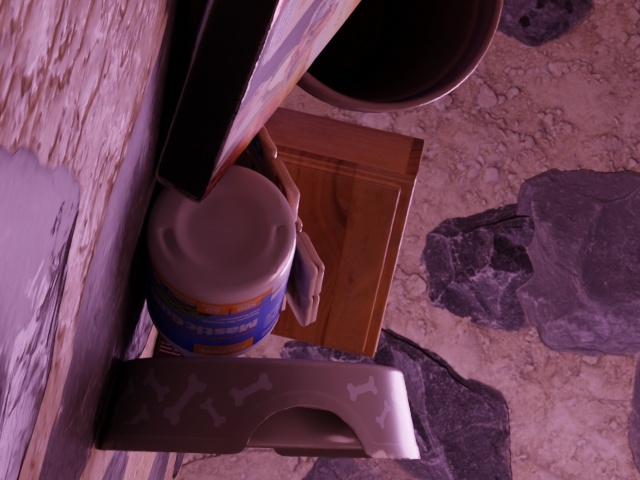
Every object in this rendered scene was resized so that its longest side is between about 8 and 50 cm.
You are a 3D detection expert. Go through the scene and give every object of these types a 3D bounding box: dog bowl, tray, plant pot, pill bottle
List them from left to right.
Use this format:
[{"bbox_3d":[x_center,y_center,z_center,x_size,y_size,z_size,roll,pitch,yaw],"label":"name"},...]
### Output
[{"bbox_3d":[-0.111,0.039,1.816,0.272,0.152,0.152,103,1,-66],"label":"pill bottle"},{"bbox_3d":[-0.064,0.186,1.863,0.349,0.349,0.102,103,-11,-83],"label":"dog bowl"},{"bbox_3d":[0.000,0.000,2.169,0.411,0.203,0.076,99,4,-55],"label":"tray"},{"bbox_3d":[0.041,-0.321,2.242,0.280,0.323,0.323,-178,-77,-74],"label":"plant pot"}]

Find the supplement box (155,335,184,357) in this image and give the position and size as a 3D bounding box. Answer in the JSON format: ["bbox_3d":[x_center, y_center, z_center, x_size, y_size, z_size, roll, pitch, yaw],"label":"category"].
[{"bbox_3d":[-0.157,0.063,2.243,0.130,0.073,0.239,-74,177,-72],"label":"supplement box"}]

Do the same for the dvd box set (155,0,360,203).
[{"bbox_3d":[-0.007,-0.264,1.686,0.420,0.062,0.307,-55,174,-41],"label":"dvd box set"}]

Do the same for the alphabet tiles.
[{"bbox_3d":[-0.066,-0.049,1.882,0.278,0.021,0.284,97,-31,-61],"label":"alphabet tiles"}]
